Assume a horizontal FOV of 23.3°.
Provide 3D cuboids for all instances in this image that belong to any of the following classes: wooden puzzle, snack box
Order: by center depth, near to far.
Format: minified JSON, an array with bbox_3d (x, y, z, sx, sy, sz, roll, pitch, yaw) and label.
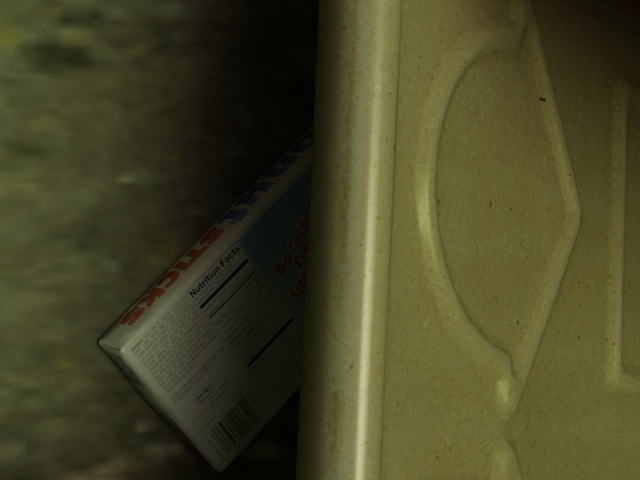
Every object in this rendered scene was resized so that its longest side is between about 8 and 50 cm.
[{"bbox_3d":[0.070,0.066,0.546,0.348,0.080,0.322,13,79,-57],"label":"wooden puzzle"},{"bbox_3d":[0.000,0.000,0.581,0.178,0.022,0.064,-46,116,-21],"label":"snack box"}]
